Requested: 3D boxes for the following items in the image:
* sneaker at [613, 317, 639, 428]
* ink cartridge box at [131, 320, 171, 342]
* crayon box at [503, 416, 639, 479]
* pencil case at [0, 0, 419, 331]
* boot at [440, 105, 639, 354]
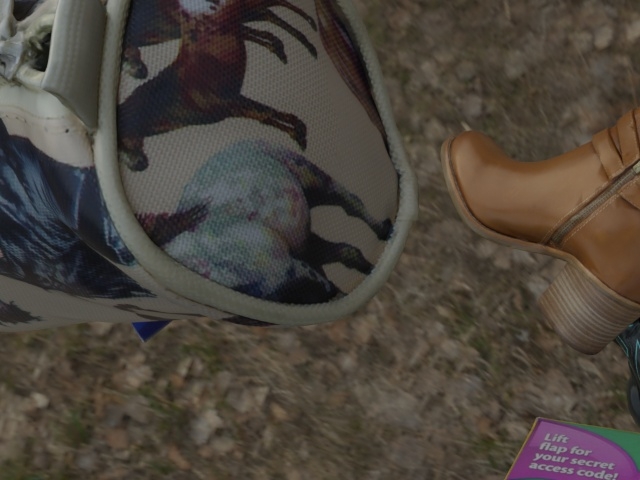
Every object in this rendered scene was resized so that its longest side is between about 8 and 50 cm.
[{"bbox_3d":[0.421,0.128,1.744,0.101,0.106,0.267,-30,106,-20],"label":"sneaker"},{"bbox_3d":[-0.182,-0.093,1.149,0.065,0.165,0.332,-33,96,36],"label":"ink cartridge box"},{"bbox_3d":[0.308,0.295,0.919,0.363,0.106,0.313,6,120,24],"label":"crayon box"},{"bbox_3d":[-0.164,-0.039,0.626,0.410,0.183,0.160,-4,60,41],"label":"pencil case"},{"bbox_3d":[0.173,-0.043,0.903,0.152,0.073,0.197,-54,54,28],"label":"boot"}]
